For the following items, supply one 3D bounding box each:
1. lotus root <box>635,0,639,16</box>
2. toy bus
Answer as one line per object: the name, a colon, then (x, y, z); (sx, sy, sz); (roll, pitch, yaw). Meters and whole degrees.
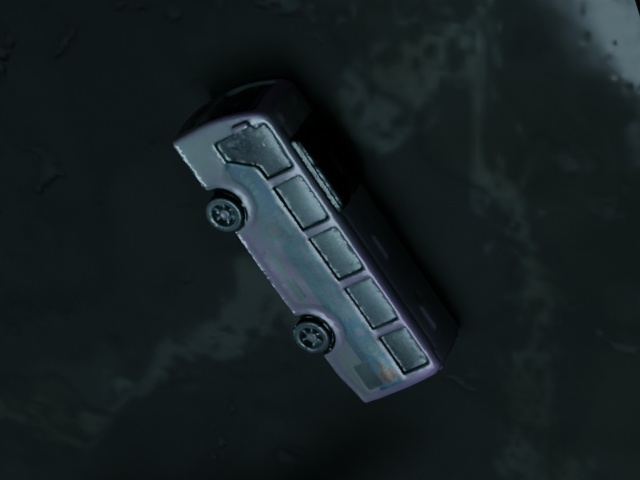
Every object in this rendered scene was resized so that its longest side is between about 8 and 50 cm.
lotus root: (0.164, -0.105, 0.461); (0.193, 0.193, 0.291); (-3, 120, 27)
toy bus: (0.000, 0.000, 0.698); (0.052, 0.037, 0.130); (-24, 109, 33)
